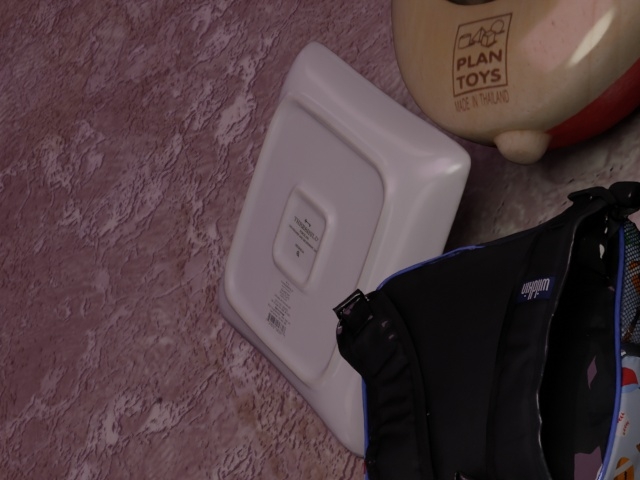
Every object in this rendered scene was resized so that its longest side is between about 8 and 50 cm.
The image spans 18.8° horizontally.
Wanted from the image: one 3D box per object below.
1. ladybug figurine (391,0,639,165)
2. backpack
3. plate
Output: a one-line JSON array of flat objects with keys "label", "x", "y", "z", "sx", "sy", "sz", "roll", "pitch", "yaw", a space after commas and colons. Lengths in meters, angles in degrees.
[{"label": "ladybug figurine", "x": 0.209, "y": -0.253, "z": 1.586, "sx": 0.305, "sy": 0.162, "sz": 0.449, "roll": -7, "pitch": 59, "yaw": 44}, {"label": "backpack", "x": 0.146, "y": 0.134, "z": 1.348, "sx": 0.276, "sy": 0.213, "sz": 0.263, "roll": -26, "pitch": 39, "yaw": 40}, {"label": "plate", "x": 0.000, "y": 0.000, "z": 1.635, "sx": 0.277, "sy": 0.045, "sz": 0.278, "roll": 42, "pitch": 120, "yaw": 51}]
